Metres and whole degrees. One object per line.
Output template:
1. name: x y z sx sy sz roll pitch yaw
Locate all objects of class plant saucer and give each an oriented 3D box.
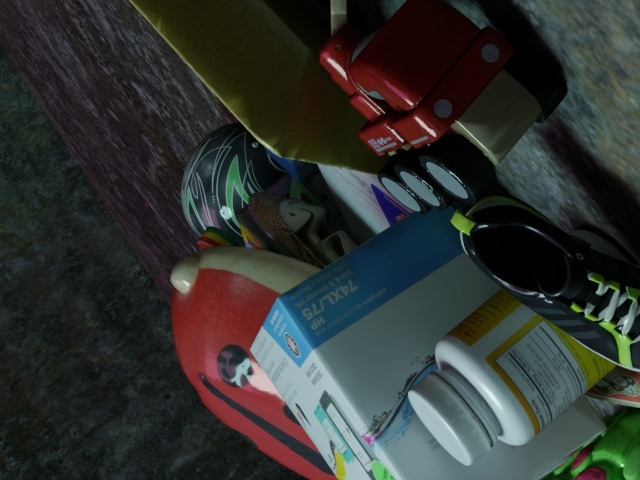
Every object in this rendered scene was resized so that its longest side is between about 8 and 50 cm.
1. plant saucer: -0.064 -0.210 1.631 0.333 0.081 0.333 48 -165 16

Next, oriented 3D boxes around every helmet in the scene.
1. helmet: -0.107 -0.068 2.321 0.161 0.169 0.169 37 175 -22

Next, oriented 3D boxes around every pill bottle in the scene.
1. pill bottle: 0.183 0.096 1.517 0.117 0.215 0.117 49 169 13

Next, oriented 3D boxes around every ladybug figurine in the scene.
1. ladybug figurine: 0.005 0.168 1.986 0.449 0.162 0.305 34 151 -17

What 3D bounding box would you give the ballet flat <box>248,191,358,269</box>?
1. ballet flat: 0.000 0.000 2.026 0.206 0.073 0.067 44 128 15

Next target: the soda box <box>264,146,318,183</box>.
1. soda box: -0.045 -0.162 1.976 0.071 0.067 0.210 44 166 35

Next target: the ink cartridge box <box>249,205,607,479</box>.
1. ink cartridge box: 0.097 0.140 1.662 0.270 0.197 0.198 55 162 10

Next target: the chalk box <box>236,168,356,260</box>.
1. chalk box: -0.011 -0.006 2.171 0.132 0.132 0.213 46 168 23

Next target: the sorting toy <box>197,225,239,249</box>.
1. sorting toy: -0.040 0.086 2.128 0.274 0.046 0.132 32 161 -2

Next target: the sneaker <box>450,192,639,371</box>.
1. sneaker: 0.206 0.044 1.409 0.234 0.084 0.097 29 -167 4

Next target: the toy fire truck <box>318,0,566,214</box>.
1. toy fire truck: 0.063 -0.163 1.416 0.246 0.158 0.217 42 170 -7

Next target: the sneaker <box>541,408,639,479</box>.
1. sneaker: 0.326 0.299 1.800 0.202 0.185 0.483 38 175 4

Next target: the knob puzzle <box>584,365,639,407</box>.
1. knob puzzle: 0.239 0.107 1.680 0.213 0.030 0.213 30 156 15

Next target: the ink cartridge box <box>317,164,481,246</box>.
1. ink cartridge box: 0.119 0.008 1.886 0.303 0.072 0.307 39 166 42
